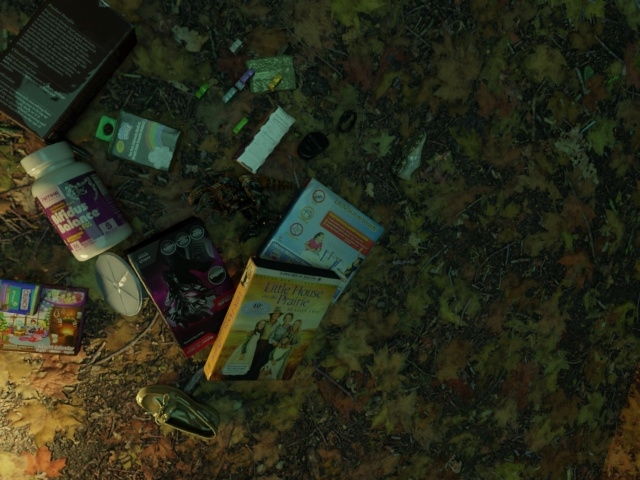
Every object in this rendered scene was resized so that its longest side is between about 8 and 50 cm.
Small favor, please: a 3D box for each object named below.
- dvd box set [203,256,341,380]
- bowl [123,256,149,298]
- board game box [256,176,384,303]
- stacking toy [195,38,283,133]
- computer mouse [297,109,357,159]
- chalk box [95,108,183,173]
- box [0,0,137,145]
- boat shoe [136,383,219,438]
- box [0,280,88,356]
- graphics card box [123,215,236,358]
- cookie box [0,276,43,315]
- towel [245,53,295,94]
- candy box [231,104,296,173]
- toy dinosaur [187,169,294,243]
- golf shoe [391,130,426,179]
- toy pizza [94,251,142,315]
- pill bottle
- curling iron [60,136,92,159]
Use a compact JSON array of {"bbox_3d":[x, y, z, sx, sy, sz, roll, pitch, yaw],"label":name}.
[{"bbox_3d":[-0.148,0.261,1.393,0.308,0.062,0.420,13,113,-34],"label":"dvd box set"},{"bbox_3d":[-0.521,0.101,1.368,0.142,0.053,0.142,-12,102,-13],"label":"bowl"},{"bbox_3d":[0.000,0.000,1.472,0.308,0.086,0.302,34,89,-18],"label":"board game box"},{"bbox_3d":[-0.242,-0.455,1.324,0.167,0.052,0.221,41,95,-9],"label":"stacking toy"},{"bbox_3d":[0.024,-0.342,1.449,0.242,0.041,0.071,-37,90,-11],"label":"computer mouse"},{"bbox_3d":[-0.512,-0.284,1.263,0.213,0.132,0.132,18,96,-16],"label":"chalk box"},{"bbox_3d":[-0.677,-0.458,1.166,0.191,0.143,0.381,37,84,-17],"label":"box"},{"bbox_3d":[-0.455,0.554,1.446,0.285,0.089,0.104,28,92,-17],"label":"boat shoe"},{"bbox_3d":[-0.849,0.223,1.299,0.293,0.057,0.200,9,96,-16],"label":"box"},{"bbox_3d":[-0.392,0.139,1.347,0.233,0.094,0.370,-30,111,-24],"label":"graphics card box"},{"bbox_3d":[-0.840,0.155,1.238,0.107,0.040,0.091,13,92,-17],"label":"cookie box"},{"bbox_3d":[-0.151,-0.510,1.373,0.148,0.027,0.110,-12,102,-13],"label":"towel"},{"bbox_3d":[-0.173,-0.298,1.331,0.070,0.165,0.196,37,88,-20],"label":"candy box"},{"bbox_3d":[-0.223,-0.131,1.352,0.322,0.164,0.218,-24,76,-10],"label":"toy dinosaur"},{"bbox_3d":[0.314,-0.289,1.528,0.086,0.069,0.176,30,94,-38],"label":"golf shoe"},{"bbox_3d":[-0.586,0.126,1.311,0.032,0.201,0.201,-32,113,-53],"label":"toy pizza"},{"bbox_3d":[-0.671,-0.109,1.231,0.169,0.169,0.301,-30,106,-8],"label":"pill bottle"},{"bbox_3d":[-0.762,-0.317,1.239,0.274,0.035,0.068,39,88,-18],"label":"curling iron"}]
